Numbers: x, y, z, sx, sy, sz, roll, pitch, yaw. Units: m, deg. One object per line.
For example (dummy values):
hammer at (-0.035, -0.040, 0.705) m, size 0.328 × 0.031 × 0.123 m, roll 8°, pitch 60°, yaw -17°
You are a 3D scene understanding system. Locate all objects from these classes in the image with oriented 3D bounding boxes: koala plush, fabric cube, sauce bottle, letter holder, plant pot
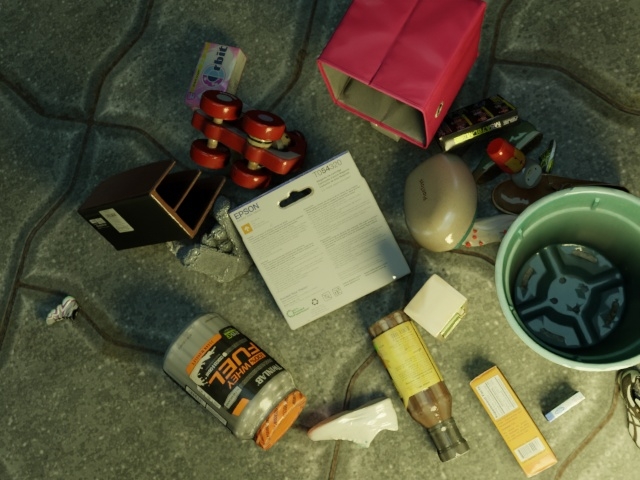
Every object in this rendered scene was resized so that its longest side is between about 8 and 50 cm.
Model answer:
koala plush at (-0.290, -0.010, 1.696) m, size 0.221 × 0.203 × 0.196 m, roll 25°, pitch 76°, yaw 38°
fabric cube at (0.180, -0.395, 1.453) m, size 0.259 × 0.254 × 0.258 m, roll 30°, pitch 86°, yaw 13°
sauce bottle at (0.224, 0.328, 1.521) m, size 0.111 × 0.111 × 0.344 m, roll -28°, pitch 73°, yaw 7°
letter holder at (-0.408, -0.116, 1.649) m, size 0.301 × 0.152 × 0.214 m, roll -8°, pitch 44°, yaw 40°
plant pot at (0.531, 0.095, 1.378) m, size 0.341 × 0.334 × 0.341 m, roll -3°, pitch 79°, yaw 14°

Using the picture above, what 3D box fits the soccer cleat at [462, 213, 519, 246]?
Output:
soccer cleat at (0.394, -0.027, 1.581) m, size 0.196 × 0.076 × 0.068 m, roll 0°, pitch 120°, yaw 28°

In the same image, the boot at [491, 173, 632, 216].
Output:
boot at (0.546, -0.107, 1.529) m, size 0.305 × 0.115 × 0.112 m, roll 4°, pitch 82°, yaw 15°

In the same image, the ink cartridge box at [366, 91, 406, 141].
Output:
ink cartridge box at (0.204, -0.356, 1.644) m, size 0.082 × 0.139 × 0.191 m, roll 33°, pitch 88°, yaw 15°

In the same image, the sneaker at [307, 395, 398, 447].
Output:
sneaker at (0.077, 0.441, 1.557) m, size 0.212 × 0.080 × 0.094 m, roll -21°, pitch 87°, yaw 7°

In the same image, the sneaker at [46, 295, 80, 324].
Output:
sneaker at (-0.685, 0.204, 1.799) m, size 0.069 × 0.038 × 0.098 m, roll 44°, pitch 92°, yaw 18°

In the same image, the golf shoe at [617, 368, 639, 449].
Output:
golf shoe at (0.684, 0.370, 1.414) m, size 0.077 × 0.094 × 0.198 m, roll -21°, pitch 77°, yaw 7°

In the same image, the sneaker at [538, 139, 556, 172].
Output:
sneaker at (0.537, -0.202, 1.591) m, size 0.035 × 0.031 × 0.083 m, roll 12°, pitch 78°, yaw 23°

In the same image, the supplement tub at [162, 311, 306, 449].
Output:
supplement tub at (-0.199, 0.330, 1.579) m, size 0.316 × 0.193 × 0.194 m, roll 36°, pitch 89°, yaw 16°

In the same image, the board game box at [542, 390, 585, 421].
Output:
board game box at (0.525, 0.359, 1.454) m, size 0.090 × 0.090 × 0.020 m, roll -36°, pitch 72°, yaw 4°

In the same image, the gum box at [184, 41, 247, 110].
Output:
gum box at (-0.283, -0.430, 1.814) m, size 0.107 × 0.062 × 0.188 m, roll 15°, pitch 83°, yaw 16°

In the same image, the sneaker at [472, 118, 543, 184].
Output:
sneaker at (0.429, -0.220, 1.610) m, size 0.192 × 0.064 × 0.086 m, roll -37°, pitch 61°, yaw 8°

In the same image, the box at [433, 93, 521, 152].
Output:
box at (0.356, -0.277, 1.574) m, size 0.184 × 0.191 × 0.045 m, roll -18°, pitch 111°, yaw 7°

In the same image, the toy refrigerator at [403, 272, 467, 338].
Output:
toy refrigerator at (0.260, 0.155, 1.463) m, size 0.094 × 0.269 × 0.102 m, roll 40°, pitch 89°, yaw 17°

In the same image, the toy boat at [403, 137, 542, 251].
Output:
toy boat at (0.333, -0.106, 1.515) m, size 0.318 × 0.148 × 0.267 m, roll -33°, pitch 40°, yaw 35°

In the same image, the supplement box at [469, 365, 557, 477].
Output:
supplement box at (0.422, 0.394, 1.479) m, size 0.080 × 0.078 × 0.233 m, roll -31°, pitch 73°, yaw 9°

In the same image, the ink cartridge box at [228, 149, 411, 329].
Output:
ink cartridge box at (0.000, 0.000, 1.600) m, size 0.324 × 0.071 × 0.330 m, roll -26°, pitch 98°, yaw 8°

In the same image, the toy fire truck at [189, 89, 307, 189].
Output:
toy fire truck at (-0.161, -0.263, 1.666) m, size 0.302 × 0.254 × 0.169 m, roll 28°, pitch 120°, yaw 18°
